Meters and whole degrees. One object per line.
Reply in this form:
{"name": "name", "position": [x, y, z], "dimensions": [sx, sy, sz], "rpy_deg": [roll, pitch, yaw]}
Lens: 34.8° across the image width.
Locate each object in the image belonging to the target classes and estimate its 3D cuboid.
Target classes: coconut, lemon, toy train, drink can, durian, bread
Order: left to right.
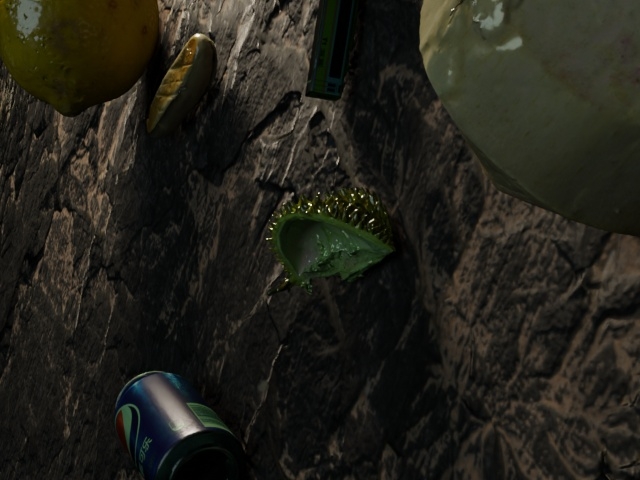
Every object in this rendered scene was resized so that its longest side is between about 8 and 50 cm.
{"name": "lemon", "position": [-0.380, -0.342, 1.596], "dimensions": [0.258, 0.257, 0.310], "rpy_deg": [-26, 58, 54]}
{"name": "drink can", "position": [-0.177, 0.243, 1.252], "dimensions": [0.205, 0.118, 0.118], "rpy_deg": [34, 111, 58]}
{"name": "bread", "position": [-0.194, -0.212, 1.455], "dimensions": [0.214, 0.053, 0.073], "rpy_deg": [-44, 44, 49]}
{"name": "durian", "position": [0.000, 0.000, 1.067], "dimensions": [0.215, 0.086, 0.100], "rpy_deg": [-22, 78, 52]}
{"name": "toy train", "position": [0.021, -0.260, 1.124], "dimensions": [0.044, 0.042, 0.209], "rpy_deg": [-178, 98, -80]}
{"name": "coconut", "position": [0.186, -0.123, 0.642], "dimensions": [0.259, 0.259, 0.259], "rpy_deg": [-21, 65, 55]}
